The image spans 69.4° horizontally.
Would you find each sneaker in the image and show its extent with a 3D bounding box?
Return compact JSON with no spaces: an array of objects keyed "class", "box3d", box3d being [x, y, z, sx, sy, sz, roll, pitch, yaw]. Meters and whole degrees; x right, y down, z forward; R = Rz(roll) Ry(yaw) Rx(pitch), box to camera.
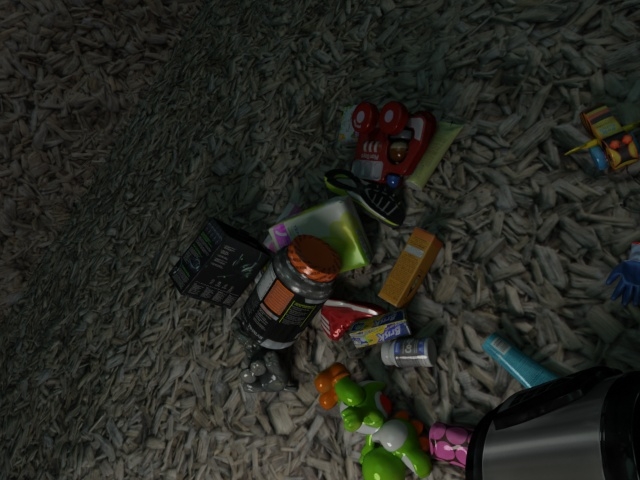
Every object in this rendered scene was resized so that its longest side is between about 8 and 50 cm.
[{"class":"sneaker","box3d":[0.097,0.249,1.414,0.221,0.087,0.128,7,91,38]},{"class":"sneaker","box3d":[0.142,-0.123,1.510,0.300,0.121,0.111,35,58,23]}]

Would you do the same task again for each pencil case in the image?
[{"class":"pencil case","box3d":[0.367,0.505,1.101,0.209,0.095,0.098,3,100,38]}]

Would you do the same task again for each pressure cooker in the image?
[{"class":"pressure cooker","box3d":[0.467,0.447,0.812,0.375,0.370,0.420,-56,6,-38]}]

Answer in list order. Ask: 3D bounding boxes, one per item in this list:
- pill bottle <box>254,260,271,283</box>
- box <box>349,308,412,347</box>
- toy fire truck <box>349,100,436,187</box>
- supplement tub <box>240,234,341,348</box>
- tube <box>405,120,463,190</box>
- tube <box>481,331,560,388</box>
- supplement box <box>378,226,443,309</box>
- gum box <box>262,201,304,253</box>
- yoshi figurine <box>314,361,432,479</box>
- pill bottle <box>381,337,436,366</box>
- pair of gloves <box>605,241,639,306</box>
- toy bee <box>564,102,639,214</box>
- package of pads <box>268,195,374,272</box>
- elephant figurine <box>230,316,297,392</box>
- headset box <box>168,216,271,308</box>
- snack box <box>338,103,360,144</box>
[{"class":"pill bottle","box3d":[-0.178,0.117,1.651,0.116,0.065,0.065,-41,53,15]},{"class":"box","box3d":[0.172,0.252,1.320,0.169,0.059,0.054,-18,24,15]},{"class":"toy fire truck","box3d":[0.221,-0.301,1.483,0.302,0.169,0.253,20,103,51]},{"class":"supplement tub","box3d":[-0.089,0.156,1.405,0.338,0.207,0.207,-55,48,31]},{"class":"tube","box3d":[0.354,-0.269,1.451,0.070,0.062,0.240,31,85,4]},{"class":"tube","box3d":[0.492,0.310,1.120,0.207,0.052,0.080,42,102,33]},{"class":"supplement box","box3d":[0.264,0.084,1.351,0.080,0.078,0.233,26,86,39]},{"class":"gum box","box3d":[-0.109,-0.028,1.627,0.188,0.107,0.062,-57,29,1]},{"class":"yoshi figurine","box3d":[0.115,0.510,1.219,0.362,0.203,0.203,35,109,37]},{"class":"pill bottle","box3d":[0.242,0.309,1.271,0.137,0.078,0.078,-11,65,31]},{"class":"pair of gloves","box3d":[0.764,0.092,1.035,0.198,0.023,0.159,21,84,39]},{"class":"toy bee","box3d":[0.722,-0.237,1.113,0.195,0.162,0.298,-42,53,11]},{"class":"package of pads","box3d":[0.000,0.000,1.487,0.297,0.101,0.229,-19,100,27]},{"class":"elephant figurine","box3d":[-0.188,0.369,1.509,0.169,0.186,0.239,-13,29,-7]},{"class":"headset box","box3d":[-0.354,0.081,1.672,0.283,0.246,0.131,-51,52,7]},{"class":"snack box","box3d":[0.125,-0.425,1.682,0.100,0.037,0.141,-1,71,36]}]
